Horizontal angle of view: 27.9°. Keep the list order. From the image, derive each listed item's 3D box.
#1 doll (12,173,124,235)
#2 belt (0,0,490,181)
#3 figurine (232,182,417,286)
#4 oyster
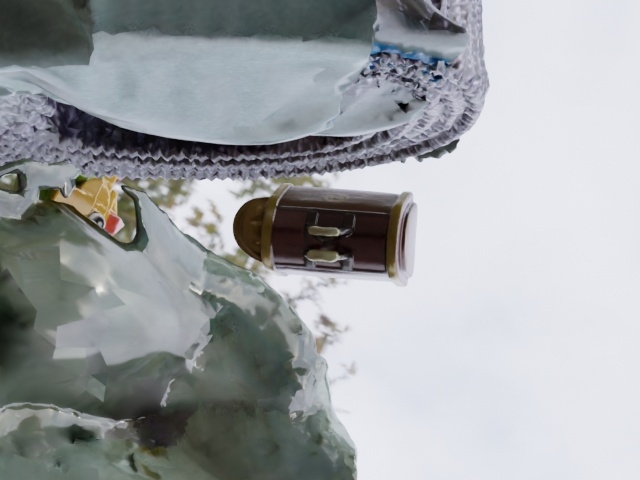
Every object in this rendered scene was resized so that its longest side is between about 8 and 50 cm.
[{"bbox_3d":[-0.226,-0.082,1.138,0.106,0.134,0.186,5,-82,47],"label":"doll"},{"bbox_3d":[-0.076,-0.101,0.643,0.260,0.325,0.122,142,-51,-75],"label":"belt"},{"bbox_3d":[-0.001,-0.001,1.077,0.154,0.098,0.082,4,-81,11],"label":"figurine"},{"bbox_3d":[-0.094,0.067,0.341,0.087,0.199,0.252,-23,-157,47],"label":"oyster"}]
